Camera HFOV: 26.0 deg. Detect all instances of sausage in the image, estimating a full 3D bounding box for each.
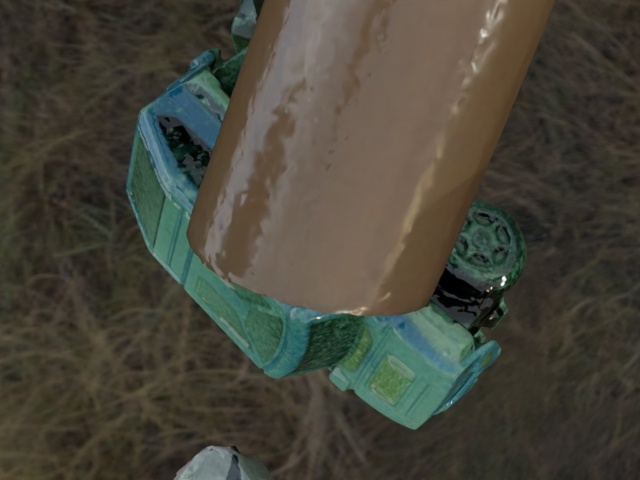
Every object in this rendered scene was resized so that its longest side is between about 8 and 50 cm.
[{"bbox_3d":[0.034,-0.096,0.617,0.123,0.123,0.253,25,109,16],"label":"sausage"}]

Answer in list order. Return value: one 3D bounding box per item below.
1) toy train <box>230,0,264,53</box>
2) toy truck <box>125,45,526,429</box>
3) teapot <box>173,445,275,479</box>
[{"bbox_3d":[0.022,-0.284,1.315,0.166,0.238,0.299,20,77,11],"label":"toy train"},{"bbox_3d":[0.000,0.000,0.934,0.156,0.155,0.279,-38,77,-27],"label":"toy truck"},{"bbox_3d":[-0.084,0.286,1.035,0.178,0.163,0.221,39,74,22],"label":"teapot"}]
